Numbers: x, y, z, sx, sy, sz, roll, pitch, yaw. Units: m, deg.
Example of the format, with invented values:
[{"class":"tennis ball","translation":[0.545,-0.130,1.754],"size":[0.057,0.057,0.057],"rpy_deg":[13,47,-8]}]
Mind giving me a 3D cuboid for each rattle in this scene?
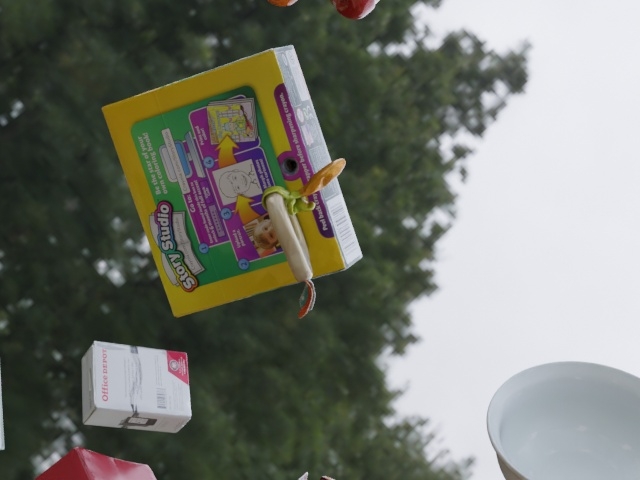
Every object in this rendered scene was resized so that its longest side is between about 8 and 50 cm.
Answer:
[{"class":"rattle","translation":[0.000,0.000,2.115],"size":[0.130,0.143,0.199],"rpy_deg":[103,-34,-70]}]

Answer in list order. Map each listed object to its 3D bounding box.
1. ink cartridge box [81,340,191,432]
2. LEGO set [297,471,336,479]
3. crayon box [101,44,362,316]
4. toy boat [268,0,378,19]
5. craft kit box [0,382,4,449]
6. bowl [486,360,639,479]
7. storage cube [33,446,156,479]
[{"class":"ink cartridge box","translation":[-0.273,0.217,2.074],"size":[0.063,0.150,0.109],"rpy_deg":[-47,-139,48]},{"class":"LEGO set","translation":[-0.040,0.403,1.802],"size":[0.060,0.244,0.182],"rpy_deg":[21,-61,23]},{"class":"crayon box","translation":[-0.142,-0.092,2.259],"size":[0.313,0.106,0.363],"rpy_deg":[-16,-84,21]},{"class":"toy boat","translation":[-0.018,-0.382,1.934],"size":[0.231,0.151,0.151],"rpy_deg":[40,11,-43]},{"class":"craft kit box","translation":[-0.570,0.177,1.952],"size":[0.061,0.247,0.249],"rpy_deg":[87,-1,-85]},{"class":"bowl","translation":[0.383,0.320,2.061],"size":[0.298,0.298,0.134],"rpy_deg":[31,-46,32]},{"class":"storage cube","translation":[-0.313,0.423,1.936],"size":[0.193,0.215,0.184],"rpy_deg":[58,14,29]}]
